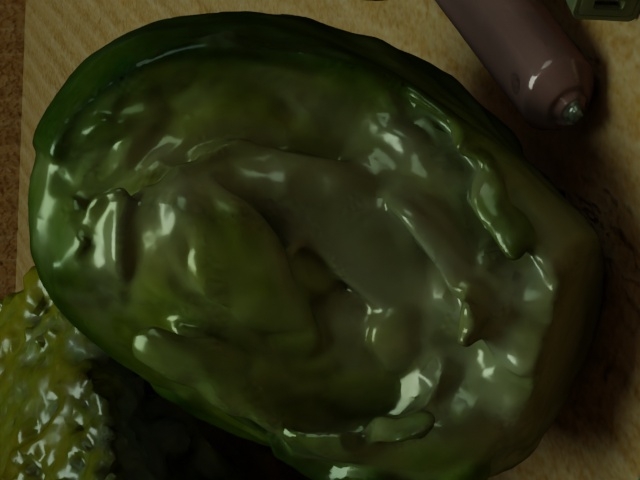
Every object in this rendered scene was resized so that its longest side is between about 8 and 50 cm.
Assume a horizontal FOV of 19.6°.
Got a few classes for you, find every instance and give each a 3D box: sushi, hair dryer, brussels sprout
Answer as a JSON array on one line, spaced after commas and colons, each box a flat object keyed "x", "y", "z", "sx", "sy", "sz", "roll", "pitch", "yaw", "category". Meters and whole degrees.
[{"x": -0.096, "y": 0.215, "z": 1.370, "sx": 0.240, "sy": 0.351, "sz": 0.396, "roll": -42, "pitch": 42, "yaw": 26, "category": "sushi"}, {"x": 0.096, "y": -0.209, "z": 1.222, "sx": 0.352, "sy": 0.125, "sz": 0.210, "roll": 59, "pitch": 145, "yaw": 37, "category": "hair dryer"}, {"x": 0.000, "y": 0.000, "z": 1.195, "sx": 0.276, "sy": 0.371, "sz": 0.315, "roll": -64, "pitch": -14, "yaw": 1, "category": "brussels sprout"}]

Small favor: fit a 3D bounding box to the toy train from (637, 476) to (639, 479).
[{"x": 0.193, "y": 0.141, "z": 0.884, "sx": 0.248, "sy": 0.159, "sz": 0.101, "roll": 113, "pitch": 144, "yaw": -47, "category": "toy train"}]

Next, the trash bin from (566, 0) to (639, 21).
[{"x": 0.162, "y": -0.182, "z": 1.107, "sx": 0.092, "sy": 0.043, "sz": 0.061, "roll": -111, "pitch": 27, "yaw": -45, "category": "trash bin"}]
